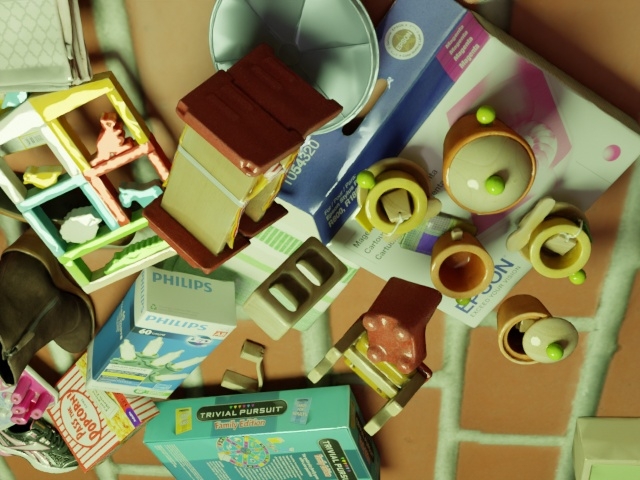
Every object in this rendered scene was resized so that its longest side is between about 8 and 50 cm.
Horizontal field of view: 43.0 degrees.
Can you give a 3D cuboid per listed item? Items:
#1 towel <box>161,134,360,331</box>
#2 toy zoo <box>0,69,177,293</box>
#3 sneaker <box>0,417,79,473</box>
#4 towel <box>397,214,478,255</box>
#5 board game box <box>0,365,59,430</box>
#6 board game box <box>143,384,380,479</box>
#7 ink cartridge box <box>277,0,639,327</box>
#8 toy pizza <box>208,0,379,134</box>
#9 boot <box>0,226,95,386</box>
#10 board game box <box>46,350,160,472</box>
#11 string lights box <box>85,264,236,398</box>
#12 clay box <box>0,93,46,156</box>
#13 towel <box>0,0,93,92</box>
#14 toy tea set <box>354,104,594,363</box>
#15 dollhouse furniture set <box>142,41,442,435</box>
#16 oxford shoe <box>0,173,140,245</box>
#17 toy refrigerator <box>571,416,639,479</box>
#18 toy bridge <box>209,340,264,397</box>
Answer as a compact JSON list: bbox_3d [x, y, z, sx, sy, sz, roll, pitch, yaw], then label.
[{"bbox_3d":[-0.045,-0.015,1.096,0.248,0.038,0.325,26,128,-16],"label":"towel"},{"bbox_3d":[-0.287,-0.080,1.003,0.192,0.030,0.293,-23,123,7],"label":"toy zoo"},{"bbox_3d":[-0.503,0.356,1.449,0.178,0.072,0.077,18,120,-16],"label":"sneaker"},{"bbox_3d":[0.141,-0.004,0.969,0.083,0.009,0.060,18,123,-10],"label":"towel"},{"bbox_3d":[-0.691,0.210,1.325,0.390,0.050,0.390,-27,116,27],"label":"board game box"},{"bbox_3d":[-0.087,0.350,1.364,0.336,0.079,0.254,-7,139,12],"label":"board game box"},{"bbox_3d":[0.152,-0.084,0.962,0.330,0.071,0.324,27,119,-18],"label":"ink cartridge box"},{"bbox_3d":[-0.029,-0.213,0.905,0.201,0.032,0.201,11,125,16],"label":"toy pizza"},{"bbox_3d":[-0.406,0.127,1.146,0.090,0.207,0.248,-1,130,8],"label":"boot"},{"bbox_3d":[-0.362,0.270,1.323,0.193,0.045,0.147,-43,78,34],"label":"board game box"},{"bbox_3d":[-0.237,0.139,1.181,0.133,0.077,0.259,13,142,-28],"label":"string lights box"},{"bbox_3d":[-0.419,-0.204,0.966,0.127,0.053,0.222,-13,126,14],"label":"clay box"},{"bbox_3d":[-0.427,-0.302,0.839,0.332,0.053,0.317,-3,115,8],"label":"towel"},{"bbox_3d":[0.199,0.013,0.898,0.200,0.124,0.336,-40,111,18],"label":"toy tea set"},{"bbox_3d":[0.000,0.000,0.875,0.374,0.152,0.201,42,140,6],"label":"dollhouse furniture set"},{"bbox_3d":[-0.354,-0.031,1.097,0.212,0.076,0.076,15,139,-7],"label":"oxford shoe"},{"bbox_3d":[0.551,0.352,1.303,0.269,0.094,0.102,-1,130,7],"label":"toy refrigerator"},{"bbox_3d":[-0.130,0.235,1.327,0.063,0.026,0.188,22,131,-13],"label":"toy bridge"}]
